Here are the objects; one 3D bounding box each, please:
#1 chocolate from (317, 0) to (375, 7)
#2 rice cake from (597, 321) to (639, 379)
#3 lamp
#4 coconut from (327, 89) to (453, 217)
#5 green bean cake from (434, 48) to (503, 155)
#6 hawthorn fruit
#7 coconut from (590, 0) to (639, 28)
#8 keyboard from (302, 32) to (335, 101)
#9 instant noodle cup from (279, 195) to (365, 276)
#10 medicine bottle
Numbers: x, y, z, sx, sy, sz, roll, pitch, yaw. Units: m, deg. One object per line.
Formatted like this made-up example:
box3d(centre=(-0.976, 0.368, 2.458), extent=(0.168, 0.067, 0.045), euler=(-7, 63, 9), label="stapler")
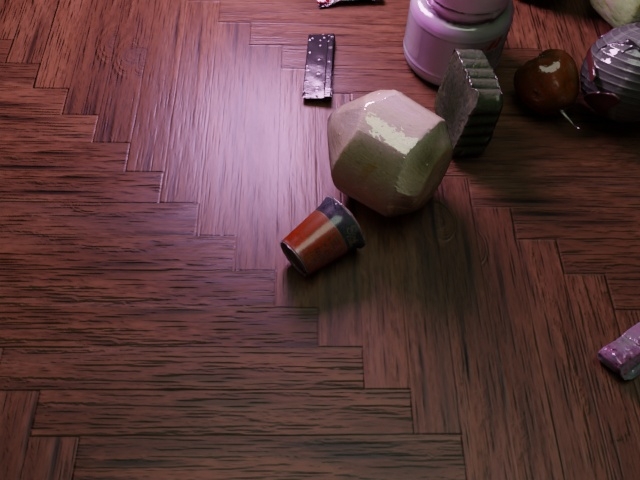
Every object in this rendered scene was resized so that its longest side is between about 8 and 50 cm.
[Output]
box3d(centre=(0.078, -0.660, 1.878), extent=(0.183, 0.028, 0.086), euler=(-8, 65, -7), label="chocolate")
box3d(centre=(0.657, 0.174, 1.335), extent=(0.290, 0.051, 0.081), euler=(-23, 60, -17), label="rice cake")
box3d(centre=(0.713, -0.376, 1.603), extent=(0.233, 0.233, 0.265), euler=(36, 37, 20), label="lamp")
box3d(centre=(0.127, -0.186, 1.442), extent=(0.266, 0.237, 0.237), euler=(35, 62, 20), label="coconut")
box3d(centre=(0.329, -0.307, 1.559), extent=(0.094, 0.185, 0.183), euler=(-4, 55, -8), label="green bean cake")
box3d(centre=(0.528, -0.350, 1.644), extent=(0.149, 0.149, 0.189), euler=(-4, 97, -5), label="hawthorn fruit")
box3d(centre=(0.830, -0.653, 1.746), extent=(0.281, 0.328, 0.328), euler=(-24, 60, -6), label="coconut")
box3d(centre=(-0.002, -0.425, 1.722), extent=(0.072, 0.023, 0.231), euler=(0, 56, 6), label="keyboard")
box3d(centre=(-0.001, -0.001, 1.391), extent=(0.136, 0.127, 0.127), euler=(-37, 65, -14), label="instant noodle cup")
box3d(centre=(0.328, -0.537, 1.642), extent=(0.241, 0.302, 0.241), euler=(1, 57, -2), label="medicine bottle")
